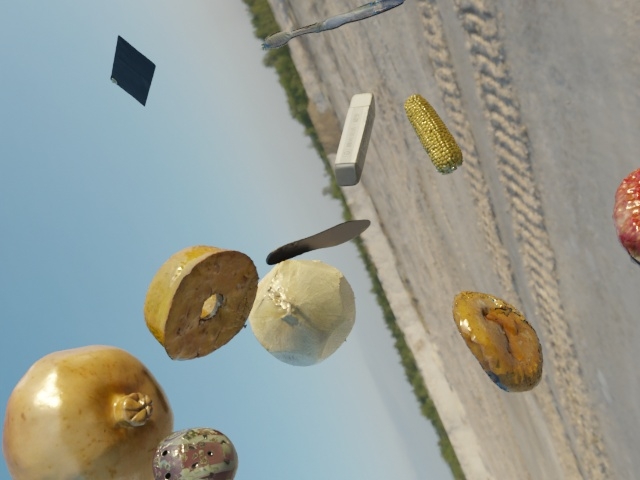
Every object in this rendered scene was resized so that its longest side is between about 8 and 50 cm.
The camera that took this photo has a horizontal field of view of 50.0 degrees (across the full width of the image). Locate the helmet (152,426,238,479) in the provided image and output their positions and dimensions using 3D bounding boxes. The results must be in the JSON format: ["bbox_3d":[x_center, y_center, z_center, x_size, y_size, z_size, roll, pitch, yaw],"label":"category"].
[{"bbox_3d":[-0.233,0.443,1.377,0.176,0.107,0.153,19,-133,-49],"label":"helmet"}]

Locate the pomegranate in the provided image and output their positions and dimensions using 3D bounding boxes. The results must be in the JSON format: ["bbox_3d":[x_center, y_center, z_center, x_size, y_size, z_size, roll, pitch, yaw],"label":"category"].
[{"bbox_3d":[-0.531,0.436,1.608,0.411,0.411,0.412,-23,-90,-87],"label":"pomegranate"}]

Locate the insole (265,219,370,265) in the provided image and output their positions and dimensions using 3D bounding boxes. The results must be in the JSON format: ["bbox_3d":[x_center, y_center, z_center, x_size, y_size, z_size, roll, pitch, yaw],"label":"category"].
[{"bbox_3d":[0.000,0.000,1.915,0.009,0.348,0.119,58,150,24],"label":"insole"}]

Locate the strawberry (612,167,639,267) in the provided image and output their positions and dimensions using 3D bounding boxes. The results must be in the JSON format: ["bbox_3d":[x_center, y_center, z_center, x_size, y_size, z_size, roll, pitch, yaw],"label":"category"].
[{"bbox_3d":[0.735,-0.036,1.364,0.312,0.351,0.267,33,143,46],"label":"strawberry"}]

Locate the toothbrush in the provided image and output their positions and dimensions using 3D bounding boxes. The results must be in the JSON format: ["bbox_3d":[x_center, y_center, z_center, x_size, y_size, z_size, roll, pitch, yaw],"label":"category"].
[{"bbox_3d":[0.041,-0.540,1.688,0.035,0.413,0.042,69,161,-8],"label":"toothbrush"}]

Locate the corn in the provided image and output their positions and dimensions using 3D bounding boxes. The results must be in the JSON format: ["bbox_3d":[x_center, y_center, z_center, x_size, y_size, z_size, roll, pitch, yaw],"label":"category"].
[{"bbox_3d":[0.328,-0.311,2.007,0.260,0.091,0.091,61,-175,15],"label":"corn"}]

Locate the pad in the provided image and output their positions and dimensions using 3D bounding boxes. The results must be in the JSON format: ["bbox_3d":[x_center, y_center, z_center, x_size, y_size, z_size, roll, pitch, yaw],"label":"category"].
[{"bbox_3d":[-0.469,-0.418,1.710,0.116,0.004,0.193,39,149,-5],"label":"pad"}]

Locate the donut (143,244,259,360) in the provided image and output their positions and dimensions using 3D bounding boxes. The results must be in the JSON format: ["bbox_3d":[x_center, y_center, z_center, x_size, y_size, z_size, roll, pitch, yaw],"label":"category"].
[{"bbox_3d":[-0.262,0.127,1.484,0.108,0.278,0.278,24,158,32],"label":"donut"}]

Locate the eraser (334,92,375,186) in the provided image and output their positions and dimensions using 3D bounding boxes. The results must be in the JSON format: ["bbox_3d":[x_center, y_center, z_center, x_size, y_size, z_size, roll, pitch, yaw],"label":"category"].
[{"bbox_3d":[0.119,-0.345,2.332,0.061,0.089,0.352,48,-131,-51],"label":"eraser"}]

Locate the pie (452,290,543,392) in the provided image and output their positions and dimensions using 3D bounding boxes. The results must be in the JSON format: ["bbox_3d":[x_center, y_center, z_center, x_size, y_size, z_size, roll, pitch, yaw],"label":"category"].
[{"bbox_3d":[0.408,0.221,1.570,0.273,0.069,0.274,26,-139,-25],"label":"pie"}]

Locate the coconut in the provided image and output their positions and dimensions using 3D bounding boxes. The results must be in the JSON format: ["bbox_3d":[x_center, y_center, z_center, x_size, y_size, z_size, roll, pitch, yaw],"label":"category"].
[{"bbox_3d":[-0.054,0.224,2.187,0.360,0.346,0.347,65,-178,-79],"label":"coconut"}]
